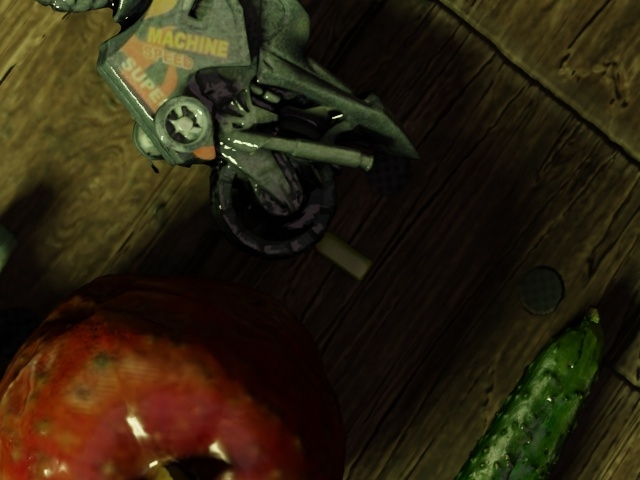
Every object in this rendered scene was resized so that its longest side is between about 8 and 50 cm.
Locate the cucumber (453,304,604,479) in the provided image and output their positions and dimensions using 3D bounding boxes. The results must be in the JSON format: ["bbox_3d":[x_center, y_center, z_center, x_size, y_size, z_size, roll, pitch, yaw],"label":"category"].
[{"bbox_3d":[0.155,0.149,1.259,0.069,0.069,0.227,33,81,-13],"label":"cucumber"}]

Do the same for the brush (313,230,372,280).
[{"bbox_3d":[0.000,0.000,1.234,0.083,0.021,0.019,35,85,-19],"label":"brush"}]

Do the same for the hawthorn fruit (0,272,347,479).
[{"bbox_3d":[-0.103,0.137,1.099,0.258,0.262,0.258,-5,75,19],"label":"hawthorn fruit"}]

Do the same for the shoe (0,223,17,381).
[{"bbox_3d":[-0.251,0.082,1.141,0.078,0.079,0.195,30,80,-6],"label":"shoe"}]

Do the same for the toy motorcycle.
[{"bbox_3d":[-0.069,-0.135,1.169,0.173,0.108,0.307,-41,101,-13],"label":"toy motorcycle"}]
